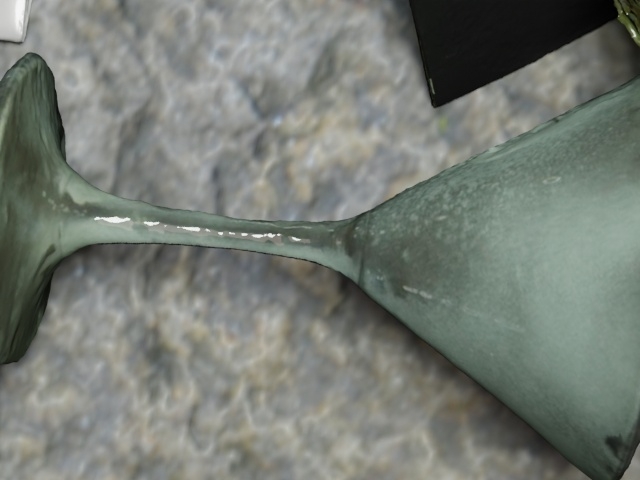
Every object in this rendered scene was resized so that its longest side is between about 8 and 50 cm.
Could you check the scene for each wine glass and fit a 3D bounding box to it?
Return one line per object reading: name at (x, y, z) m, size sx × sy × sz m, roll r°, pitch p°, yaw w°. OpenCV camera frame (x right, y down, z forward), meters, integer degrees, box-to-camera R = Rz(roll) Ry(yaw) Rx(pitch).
wine glass at (0.000, 0.000, 0.883) m, size 0.406 × 0.267 × 0.267 m, roll 8°, pitch 86°, yaw 1°

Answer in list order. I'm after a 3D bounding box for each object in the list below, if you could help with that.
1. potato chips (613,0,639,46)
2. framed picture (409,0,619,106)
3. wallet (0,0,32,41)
potato chips at (0.253, -0.123, 0.927) m, size 0.029 × 0.220 × 0.202 m, roll -38°, pitch 94°, yaw 27°
framed picture at (0.157, -0.236, 0.888) m, size 0.244 × 0.324 × 0.013 m, roll -28°, pitch 56°, yaw -5°
wallet at (-0.268, -0.177, 0.988) m, size 0.122 × 0.025 × 0.061 m, roll 6°, pitch 84°, yaw -3°
